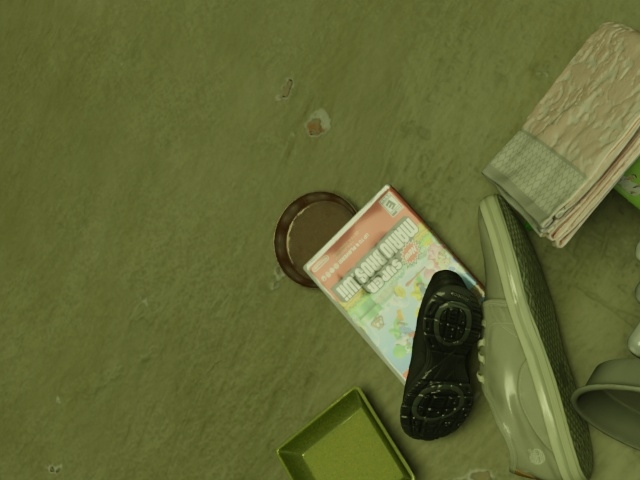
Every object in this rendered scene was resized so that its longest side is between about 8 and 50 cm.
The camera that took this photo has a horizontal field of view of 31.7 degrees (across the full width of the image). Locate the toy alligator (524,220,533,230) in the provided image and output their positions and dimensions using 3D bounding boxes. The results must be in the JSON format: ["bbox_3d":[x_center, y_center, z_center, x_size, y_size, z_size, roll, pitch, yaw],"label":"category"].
[{"bbox_3d":[0.364,-0.103,1.748,0.190,0.056,0.051,-60,25,7],"label":"toy alligator"}]

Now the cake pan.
[{"bbox_3d":[0.489,0.239,1.528,0.293,0.293,0.054,14,68,25],"label":"cake pan"}]

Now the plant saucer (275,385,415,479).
[{"bbox_3d":[0.046,0.364,1.825,0.188,0.045,0.188,-41,62,15],"label":"plant saucer"}]

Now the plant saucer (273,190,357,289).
[{"bbox_3d":[0.000,0.000,1.911,0.168,0.029,0.169,-3,82,23],"label":"plant saucer"}]

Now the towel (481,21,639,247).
[{"bbox_3d":[0.379,-0.168,1.623,0.053,0.332,0.317,35,101,-17],"label":"towel"}]

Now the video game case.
[{"bbox_3d":[0.132,0.079,1.823,0.204,0.025,0.285,-45,75,13],"label":"video game case"}]

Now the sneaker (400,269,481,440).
[{"bbox_3d":[0.186,0.177,1.737,0.109,0.130,0.286,10,114,-5],"label":"sneaker"}]

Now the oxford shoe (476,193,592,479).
[{"bbox_3d":[0.289,0.153,1.684,0.130,0.169,0.450,-16,84,26],"label":"oxford shoe"}]

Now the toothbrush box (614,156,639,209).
[{"bbox_3d":[0.534,-0.181,1.525,0.283,0.122,0.206,-35,25,49],"label":"toothbrush box"}]

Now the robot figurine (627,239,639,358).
[{"bbox_3d":[0.574,0.042,1.547,0.300,0.199,0.353,40,101,32],"label":"robot figurine"}]
